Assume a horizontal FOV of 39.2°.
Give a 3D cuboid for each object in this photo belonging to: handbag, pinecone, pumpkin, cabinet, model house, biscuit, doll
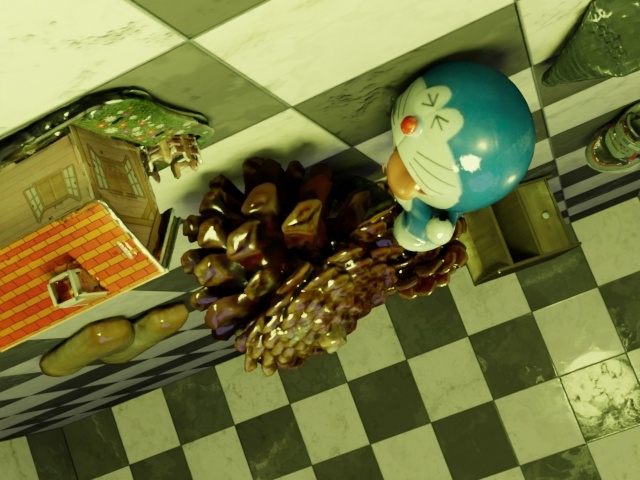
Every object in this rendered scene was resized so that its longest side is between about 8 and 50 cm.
[{"bbox_3d":[0.389,-0.245,1.022,0.270,0.088,0.175,-22,178,5],"label":"handbag"},{"bbox_3d":[-0.050,0.019,1.059,0.264,0.264,0.264,-20,170,-4],"label":"pinecone"},{"bbox_3d":[0.012,-0.036,1.276,0.183,0.107,0.119,-38,170,32],"label":"pumpkin"},{"bbox_3d":[0.429,-0.024,1.989,0.215,0.175,0.148,-17,170,-16],"label":"cabinet"},{"bbox_3d":[-0.231,-0.001,0.838,0.294,0.154,0.207,-24,168,17],"label":"model house"},{"bbox_3d":[-0.425,0.210,1.855,0.237,0.062,0.291,-10,164,-44],"label":"biscuit"},{"bbox_3d":[0.134,-0.011,1.453,0.208,0.207,0.208,-20,170,-4],"label":"pinecone"},{"bbox_3d":[0.138,-0.095,1.025,0.161,0.215,0.257,2,152,-11],"label":"doll"}]

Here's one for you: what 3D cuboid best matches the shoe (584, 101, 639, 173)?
[{"bbox_3d":[0.559,-0.184,1.589,0.227,0.099,0.125,-35,171,39],"label":"shoe"}]

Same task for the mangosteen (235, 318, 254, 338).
[{"bbox_3d":[-0.067,0.070,1.415,0.210,0.210,0.210,-20,170,-4],"label":"mangosteen"}]
